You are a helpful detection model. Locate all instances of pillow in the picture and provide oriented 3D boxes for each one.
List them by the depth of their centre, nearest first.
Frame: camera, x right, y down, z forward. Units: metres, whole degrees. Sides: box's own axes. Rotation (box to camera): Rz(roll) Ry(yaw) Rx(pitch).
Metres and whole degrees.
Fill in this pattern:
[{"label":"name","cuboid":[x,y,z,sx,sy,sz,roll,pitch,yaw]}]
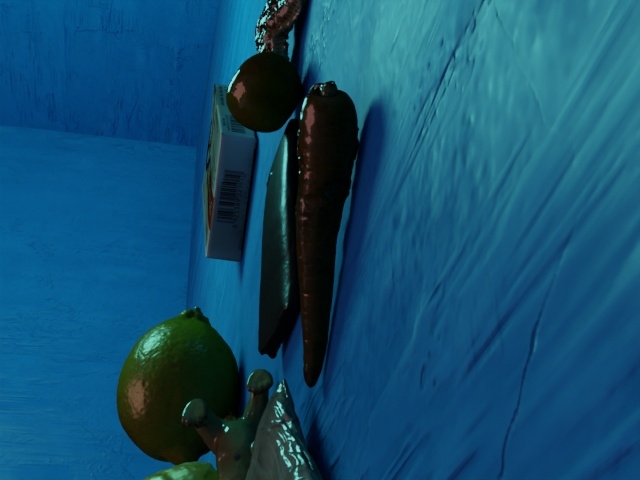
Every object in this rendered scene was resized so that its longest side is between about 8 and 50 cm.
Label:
[{"label":"pillow","cuboid":[-0.026,0.219,0.756,0.229,0.050,0.148,-130,42,-72]}]

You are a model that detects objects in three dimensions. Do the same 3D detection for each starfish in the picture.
[{"label":"starfish","cuboid":[-0.057,-0.250,1.155,0.216,0.071,0.238,109,174,-70]}]

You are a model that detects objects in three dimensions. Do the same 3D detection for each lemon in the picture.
[{"label":"lemon","cuboid":[-0.206,0.212,1.386,0.184,0.184,0.248,110,162,-54]}]

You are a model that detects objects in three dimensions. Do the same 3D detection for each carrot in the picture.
[{"label":"carrot","cuboid":[0.000,0.000,0.758,0.049,0.049,0.254,-117,30,-71]}]

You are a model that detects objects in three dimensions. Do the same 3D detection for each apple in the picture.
[{"label":"apple","cuboid":[-0.061,-0.164,1.057,0.089,0.074,0.089,-56,-1,-2]}]

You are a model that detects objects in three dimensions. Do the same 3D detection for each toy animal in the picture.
[{"label":"toy animal","cuboid":[-0.083,0.242,0.983,0.218,0.103,0.101,-105,3,-57]}]

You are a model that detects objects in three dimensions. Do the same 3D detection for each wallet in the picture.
[{"label":"wallet","cuboid":[-0.044,-0.005,1.037,0.124,0.025,0.244,116,159,-55]}]

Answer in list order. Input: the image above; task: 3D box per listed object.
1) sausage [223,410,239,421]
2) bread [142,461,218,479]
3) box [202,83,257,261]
[{"label":"sausage","cuboid":[-0.121,0.277,1.287,0.107,0.031,0.031,-93,13,-44]},{"label":"bread","cuboid":[-0.167,0.366,1.107,0.170,0.197,0.197,87,179,-47]},{"label":"box","cuboid":[-0.163,-0.129,1.661,0.353,0.069,0.214,-105,23,-67]}]
